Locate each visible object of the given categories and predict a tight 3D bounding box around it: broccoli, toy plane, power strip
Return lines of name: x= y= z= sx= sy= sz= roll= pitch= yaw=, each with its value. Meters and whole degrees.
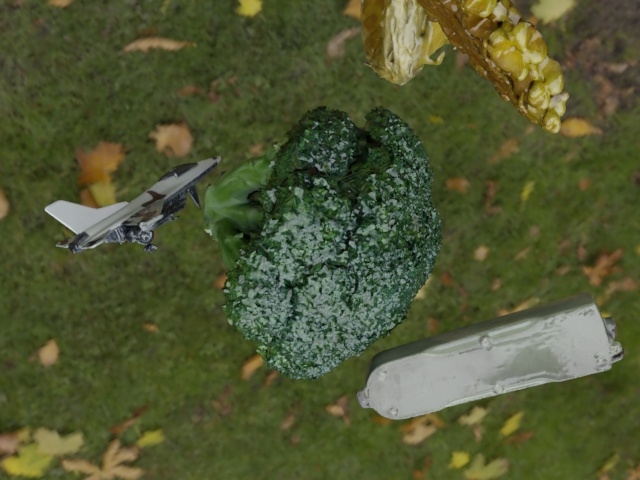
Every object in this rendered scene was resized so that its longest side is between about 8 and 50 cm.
broccoli: x=0.000 y=0.000 z=1.217 sx=0.307 sy=0.275 sz=0.308 roll=-15 pitch=110 yaw=-45
toy plane: x=-0.199 y=-0.032 z=1.283 sx=0.234 sy=0.082 sz=0.160 roll=-20 pitch=-167 yaw=-36
power strip: x=0.176 y=0.129 z=1.208 sx=0.285 sy=0.080 sz=0.048 roll=-17 pitch=-165 yaw=5

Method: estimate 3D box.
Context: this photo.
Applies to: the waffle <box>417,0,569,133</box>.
waffle: x=0.119 y=-0.188 z=0.924 sx=0.051 sy=0.232 sz=0.228 roll=-42 pitch=118 yaw=7

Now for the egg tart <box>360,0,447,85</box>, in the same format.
egg tart: x=0.145 y=-0.439 z=1.817 sx=0.169 sy=0.388 sz=0.388 roll=-8 pitch=145 yaw=-7
